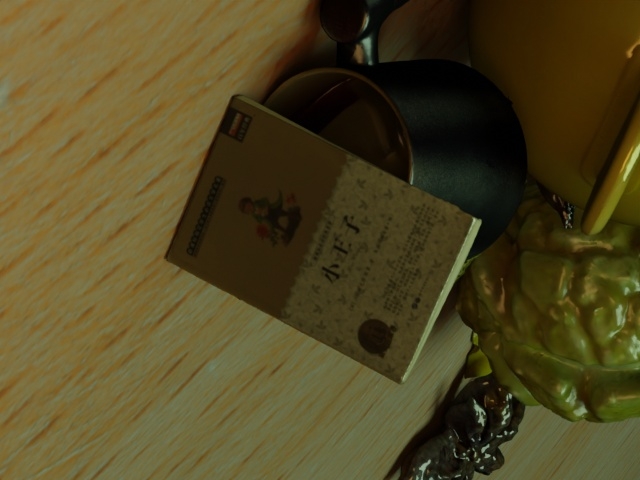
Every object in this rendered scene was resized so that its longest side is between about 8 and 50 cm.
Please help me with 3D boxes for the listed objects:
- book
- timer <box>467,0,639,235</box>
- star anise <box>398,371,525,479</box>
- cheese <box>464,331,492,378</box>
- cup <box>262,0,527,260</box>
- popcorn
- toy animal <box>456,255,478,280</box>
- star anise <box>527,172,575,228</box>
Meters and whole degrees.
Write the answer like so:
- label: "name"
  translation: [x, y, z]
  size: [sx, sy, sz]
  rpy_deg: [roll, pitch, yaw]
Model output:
- label: "book"
  translation: [0.000, 0.000, 1.410]
  size: [0.138, 0.198, 0.016]
  rpy_deg: [-66, 168, 18]
- label: "timer"
  translation: [0.292, -0.173, 1.611]
  size: [0.376, 0.376, 0.387]
  rpy_deg: [-60, 178, 2]
- label: "star anise"
  translation: [0.169, 0.245, 2.333]
  size: [0.212, 0.073, 0.197]
  rpy_deg: [-52, 157, 2]
- label: "cheese"
  translation: [0.241, 0.100, 2.327]
  size: [0.171, 0.126, 0.093]
  rpy_deg: [-23, 148, -23]
- label: "cup"
  translation: [0.034, -0.093, 1.506]
  size: [0.166, 0.239, 0.177]
  rpy_deg: [-22, 171, 29]
- label: "popcorn"
  translation: [0.292, 0.054, 2.089]
  size: [0.282, 0.247, 0.282]
  rpy_deg: [13, 73, -51]
- label: "toy animal"
  translation: [0.132, -0.008, 1.925]
  size: [0.136, 0.073, 0.181]
  rpy_deg: [-62, 174, 30]
- label: "star anise"
  translation: [0.226, -0.095, 1.966]
  size: [0.212, 0.053, 0.157]
  rpy_deg: [69, 23, -64]
